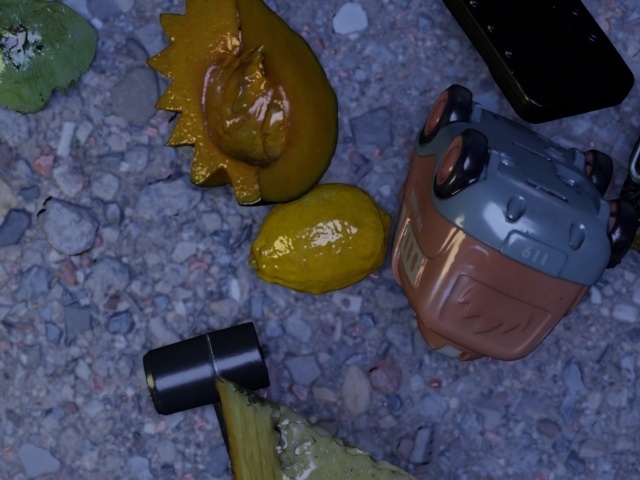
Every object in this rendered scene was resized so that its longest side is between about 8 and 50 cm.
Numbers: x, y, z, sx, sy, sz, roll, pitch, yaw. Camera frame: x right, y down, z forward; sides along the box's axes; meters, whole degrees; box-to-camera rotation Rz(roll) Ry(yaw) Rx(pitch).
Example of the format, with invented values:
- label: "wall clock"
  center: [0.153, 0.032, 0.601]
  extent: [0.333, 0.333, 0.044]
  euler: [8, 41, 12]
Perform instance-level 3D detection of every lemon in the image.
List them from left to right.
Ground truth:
- label: "lemon"
  center: [0.000, 0.000, 1.791]
  extent: [0.155, 0.114, 0.114]
  euler: [-16, 90, 0]

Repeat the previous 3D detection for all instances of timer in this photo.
- label: "timer"
  center: [0.219, -0.204, 1.783]
  extent: [0.144, 0.055, 0.187]
  euler: [-15, 61, -31]

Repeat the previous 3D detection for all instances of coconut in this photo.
- label: "coconut"
  center: [-0.312, -0.199, 1.812]
  extent: [0.158, 0.055, 0.133]
  euler: [0, 88, 0]

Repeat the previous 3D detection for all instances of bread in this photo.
- label: "bread"
  center: [-0.050, 0.316, 1.695]
  extent: [0.279, 0.248, 0.315]
  euler: [41, 78, -19]

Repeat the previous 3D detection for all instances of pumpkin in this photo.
- label: "pumpkin"
  center: [-0.078, -0.146, 1.810]
  extent: [0.130, 0.149, 0.254]
  euler: [-19, 78, 39]

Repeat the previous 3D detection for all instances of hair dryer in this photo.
- label: "hair dryer"
  center: [-0.097, 0.202, 1.819]
  extent: [0.124, 0.071, 0.219]
  euler: [-18, 99, 0]

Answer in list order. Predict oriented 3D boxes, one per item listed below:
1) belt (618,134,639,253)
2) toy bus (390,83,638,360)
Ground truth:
- label: "belt"
  center: [0.401, -0.091, 1.757]
  extent: [0.150, 0.207, 0.257]
  euler: [25, 97, -4]
- label: "toy bus"
  center: [0.171, -0.002, 1.728]
  extent: [0.194, 0.288, 0.232]
  euler: [21, 109, -12]
